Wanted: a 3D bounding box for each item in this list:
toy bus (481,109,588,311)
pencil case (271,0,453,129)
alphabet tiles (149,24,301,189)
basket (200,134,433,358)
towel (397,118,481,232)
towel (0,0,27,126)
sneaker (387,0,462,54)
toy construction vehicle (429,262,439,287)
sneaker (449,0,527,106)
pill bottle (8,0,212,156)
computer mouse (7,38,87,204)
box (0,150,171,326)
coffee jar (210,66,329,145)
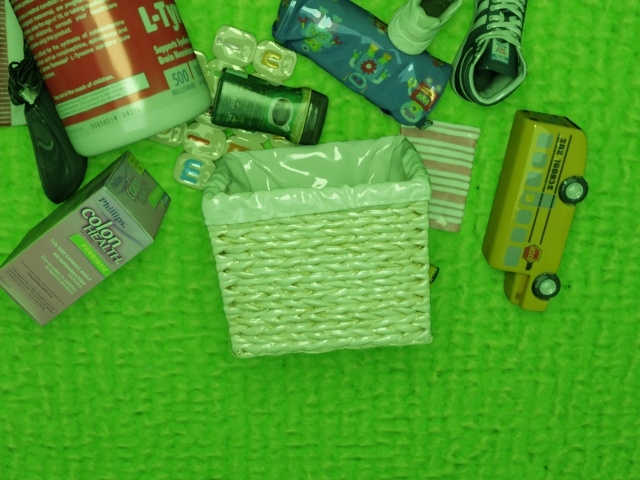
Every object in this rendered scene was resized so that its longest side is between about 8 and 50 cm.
[{"bbox_3d":[0.370,-0.048,1.493,0.130,0.108,0.333,8,111,-5],"label":"toy bus"},{"bbox_3d":[0.064,-0.299,1.381,0.306,0.119,0.133,30,122,-13],"label":"pencil case"},{"bbox_3d":[-0.147,-0.211,1.459,0.278,0.021,0.284,17,110,-10],"label":"alphabet tiles"},{"bbox_3d":[0.000,0.000,1.354,0.331,0.328,0.266,-4,108,1],"label":"basket"},{"bbox_3d":[0.195,-0.113,1.505,0.144,0.029,0.197,7,111,-5],"label":"towel"},{"bbox_3d":[-0.635,-0.307,1.399,0.329,0.037,0.237,2,109,-5],"label":"towel"},{"bbox_3d":[0.196,-0.393,1.314,0.090,0.115,0.232,31,72,-13],"label":"sneaker"},{"bbox_3d":[0.161,0.077,1.578,0.086,0.035,0.098,13,113,-19],"label":"toy construction vehicle"},{"bbox_3d":[0.285,-0.346,1.351,0.099,0.153,0.282,12,110,-7],"label":"sneaker"},{"bbox_3d":[-0.336,-0.350,1.279,0.229,0.229,0.408,-19,105,5],"label":"pill bottle"},{"bbox_3d":[-0.426,-0.180,1.386,0.072,0.188,0.272,-6,128,-4],"label":"computer mouse"},{"bbox_3d":[-0.388,-0.008,1.426,0.243,0.213,0.117,-37,108,11],"label":"box"},{"bbox_3d":[-0.082,-0.217,1.407,0.184,0.079,0.096,13,102,-8],"label":"coffee jar"}]
